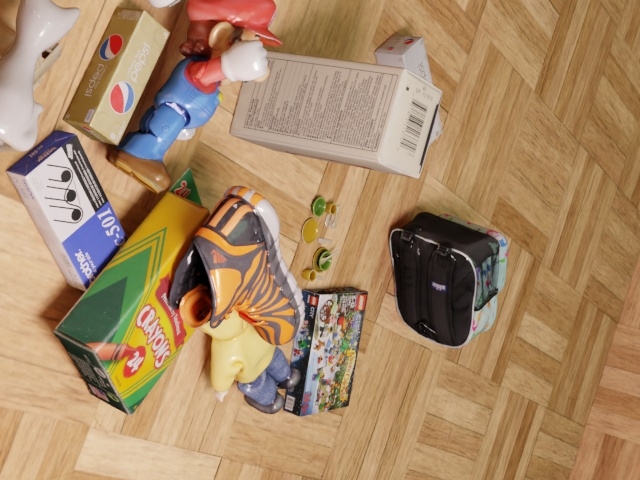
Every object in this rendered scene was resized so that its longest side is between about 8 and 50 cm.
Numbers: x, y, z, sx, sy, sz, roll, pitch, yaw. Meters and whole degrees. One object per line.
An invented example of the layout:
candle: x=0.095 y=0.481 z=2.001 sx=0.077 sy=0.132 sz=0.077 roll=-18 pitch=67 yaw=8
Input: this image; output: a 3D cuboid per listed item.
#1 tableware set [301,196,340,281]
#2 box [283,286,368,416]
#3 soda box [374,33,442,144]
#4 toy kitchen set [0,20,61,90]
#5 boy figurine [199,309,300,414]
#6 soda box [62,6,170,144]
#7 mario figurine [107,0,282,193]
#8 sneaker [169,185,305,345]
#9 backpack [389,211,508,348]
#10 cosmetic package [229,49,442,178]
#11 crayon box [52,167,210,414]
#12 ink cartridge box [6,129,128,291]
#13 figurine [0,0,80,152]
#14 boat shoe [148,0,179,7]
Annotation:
tableware set: x=0.000 y=0.000 z=1.954 sx=0.104 sy=0.024 sz=0.154 roll=13 pitch=91 yaw=-54
box: x=0.011 y=0.206 z=2.021 sx=0.159 sy=0.044 sz=0.233 roll=0 pitch=102 yaw=-53
soda box: x=0.170 y=-0.282 z=2.049 sx=0.074 sy=0.069 sz=0.216 roll=-46 pitch=134 yaw=-34
toy kitchen set: x=-0.379 y=-0.242 z=1.355 sx=0.068 sy=0.075 sz=0.083 roll=-54 pitch=179 yaw=-23
boy figurine: x=-0.134 y=0.181 z=1.779 sx=0.177 sy=0.092 sz=0.285 roll=-58 pitch=140 yaw=-23
soda box: x=-0.279 y=-0.227 z=1.471 sx=0.061 sy=0.058 sz=0.181 roll=38 pitch=72 yaw=-52
mario figurine: x=-0.152 y=-0.204 z=1.510 sx=0.320 sy=0.198 sz=0.170 roll=-56 pitch=145 yaw=-2
sneaker: x=-0.132 y=0.081 z=1.573 sx=0.180 sy=0.125 sz=0.321 roll=-50 pitch=143 yaw=-29
backpack: x=0.259 y=0.081 z=2.163 sx=0.191 sy=0.225 sz=0.253 roll=-26 pitch=126 yaw=-41
cosmetic package: x=0.022 y=-0.201 z=1.684 sx=0.129 sy=0.296 sz=0.153 roll=17 pitch=89 yaw=-55
crayon box: x=-0.236 y=0.073 z=1.567 sx=0.318 sy=0.081 sz=0.202 roll=-56 pitch=156 yaw=-26
ink cartridge box: x=-0.339 y=-0.038 z=1.465 sx=0.097 sy=0.046 sz=0.207 roll=-48 pitch=136 yaw=-32
figurine: x=-0.400 y=-0.233 z=1.236 sx=0.215 sy=0.092 sz=0.209 roll=27 pitch=72 yaw=-27
boat shoe: x=-0.169 y=-0.395 z=1.546 sx=0.219 sy=0.078 sz=0.070 roll=-55 pitch=138 yaw=-29
